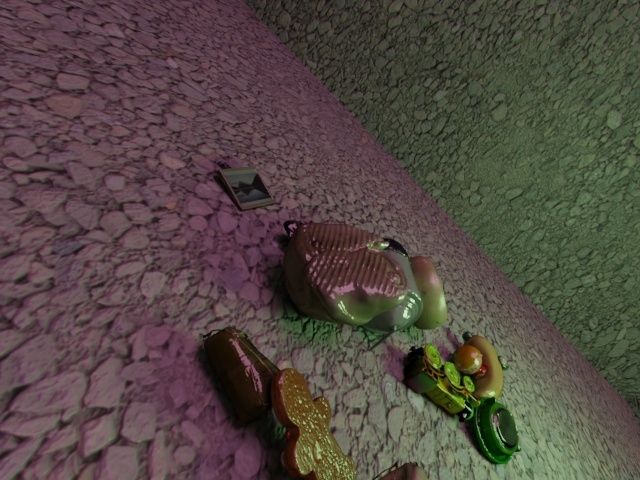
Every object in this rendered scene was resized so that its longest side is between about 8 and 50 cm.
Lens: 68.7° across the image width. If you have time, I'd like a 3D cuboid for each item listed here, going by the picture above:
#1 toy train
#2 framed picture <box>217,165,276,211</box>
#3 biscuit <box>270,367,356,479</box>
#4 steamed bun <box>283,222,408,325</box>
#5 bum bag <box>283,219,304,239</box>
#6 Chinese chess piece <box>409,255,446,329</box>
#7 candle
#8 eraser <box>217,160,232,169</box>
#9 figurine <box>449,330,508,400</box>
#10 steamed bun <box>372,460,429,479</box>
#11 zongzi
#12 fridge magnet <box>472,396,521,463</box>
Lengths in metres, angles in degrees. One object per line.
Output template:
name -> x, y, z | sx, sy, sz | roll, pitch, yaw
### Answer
toy train -> 0.389, 0.460, 1.499 | 0.296, 0.100, 0.161 | 40, 34, -14
framed picture -> -0.236, -0.173, 1.527 | 0.150, 0.015, 0.203 | 60, 28, 5
biscuit -> -0.019, 0.404, 0.942 | 0.324, 0.049, 0.205 | 65, 22, -12
steamed bun -> 0.053, 0.112, 1.318 | 0.324, 0.219, 0.310 | 0, 44, -23
bum bag -> 0.000, 0.000, 1.575 | 0.144, 0.095, 0.340 | 49, 19, 21
Chinese chess piece -> 0.369, 0.190, 1.697 | 0.273, 0.102, 0.273 | -12, 90, -90
candle -> 0.210, 0.163, 1.509 | 0.221, 0.221, 0.343 | 30, 30, -30
eraser -> -0.294, -0.229, 1.540 | 0.099, 0.019, 0.027 | 43, 27, -9
figurine -> 0.588, 0.473, 1.752 | 0.222, 0.124, 0.324 | 44, 30, -6
steamed bun -> 0.179, 0.588, 0.870 | 0.280, 0.207, 0.268 | 43, -20, 37
zongzi -> -0.137, 0.262, 0.999 | 0.205, 0.094, 0.204 | 56, 23, 19
fridge magnet -> 0.576, 0.621, 1.539 | 0.208, 0.088, 0.208 | 22, 53, -32
